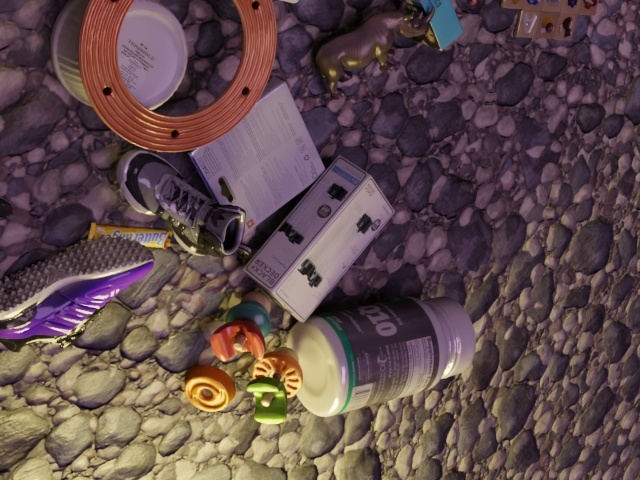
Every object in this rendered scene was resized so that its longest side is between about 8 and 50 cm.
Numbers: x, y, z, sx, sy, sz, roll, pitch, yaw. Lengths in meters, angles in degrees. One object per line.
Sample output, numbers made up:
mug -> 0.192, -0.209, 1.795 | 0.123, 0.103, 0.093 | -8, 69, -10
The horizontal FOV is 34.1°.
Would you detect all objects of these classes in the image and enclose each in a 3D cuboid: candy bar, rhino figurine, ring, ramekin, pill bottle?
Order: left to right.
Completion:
ramekin -> -0.306, -0.294, 1.632 | 0.207, 0.109, 0.207 | -17, 121, -30
candy bar -> -0.331, -0.007, 1.812 | 0.161, 0.018, 0.040 | 5, 108, -37
ring -> -0.216, -0.300, 1.603 | 0.336, 0.032, 0.337 | -17, 121, -30
rhino figurine -> 0.101, -0.358, 1.885 | 0.243, 0.073, 0.106 | -29, 132, 9
pill bottle -> 0.129, 0.226, 2.142 | 0.361, 0.204, 0.204 | -9, 116, -34

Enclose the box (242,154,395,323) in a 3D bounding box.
box -> 0.000, 0.000, 1.987 | 0.290, 0.087, 0.169 | -51, 148, -5

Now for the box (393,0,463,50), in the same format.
box -> 0.172, -0.470, 1.909 | 0.060, 0.100, 0.244 | -41, 129, -12

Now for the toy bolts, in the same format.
toy bolts -> -0.148, 0.211, 2.003 | 0.158, 0.218, 0.229 | -68, 155, -55

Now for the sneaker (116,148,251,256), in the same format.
sneaker -> -0.219, -0.059, 1.770 | 0.268, 0.153, 0.101 | 48, 64, -42

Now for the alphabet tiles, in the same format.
alphabet tiles -> 0.498, -0.587, 2.155 | 0.285, 0.011, 0.343 | -5, 114, -35

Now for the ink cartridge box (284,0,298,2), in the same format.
ink cartridge box -> -0.102, -0.574, 1.596 | 0.308, 0.091, 0.385 | 4, 125, -37

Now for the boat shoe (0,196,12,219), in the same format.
boat shoe -> -0.540, -0.049, 1.621 | 0.133, 0.042, 0.049 | 8, 104, -40

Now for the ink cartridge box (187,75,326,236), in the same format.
ink cartridge box -> -0.117, -0.146, 1.883 | 0.224, 0.045, 0.223 | -39, 131, -17

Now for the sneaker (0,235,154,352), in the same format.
sneaker -> -0.413, 0.100, 1.750 | 0.293, 0.102, 0.146 | -21, 128, -15

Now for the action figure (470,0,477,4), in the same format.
action figure -> 0.327, -0.515, 2.052 | 0.038, 0.030, 0.115 | 28, 95, -46
